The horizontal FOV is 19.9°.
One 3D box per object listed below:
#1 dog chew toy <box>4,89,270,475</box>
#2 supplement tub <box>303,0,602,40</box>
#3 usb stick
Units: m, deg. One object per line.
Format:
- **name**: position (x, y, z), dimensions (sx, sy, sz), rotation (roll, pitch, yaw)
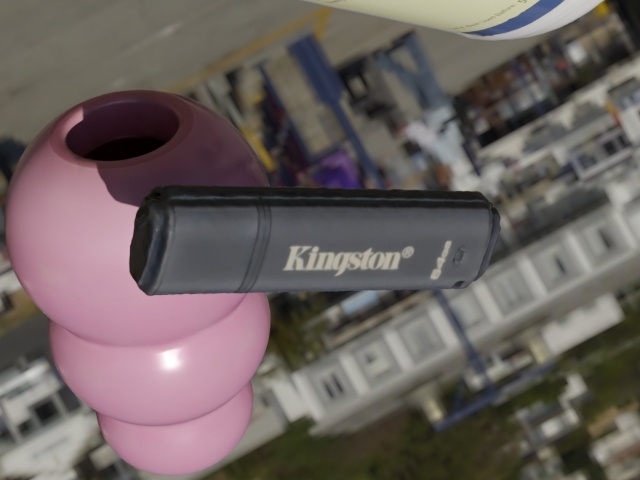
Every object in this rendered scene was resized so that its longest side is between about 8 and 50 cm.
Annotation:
- **dog chew toy**: position (-0.129, 0.050, 1.438), dimensions (0.207, 0.331, 0.206), rotation (-5, -145, 4)
- **supplement tub**: position (-0.002, -0.233, 0.872), dimensions (0.325, 0.235, 0.235), rotation (7, 158, -36)
- **usb stick**: position (0.000, 0.000, 1.230), dimensions (0.278, 0.077, 0.045), rotation (0, -157, -32)
